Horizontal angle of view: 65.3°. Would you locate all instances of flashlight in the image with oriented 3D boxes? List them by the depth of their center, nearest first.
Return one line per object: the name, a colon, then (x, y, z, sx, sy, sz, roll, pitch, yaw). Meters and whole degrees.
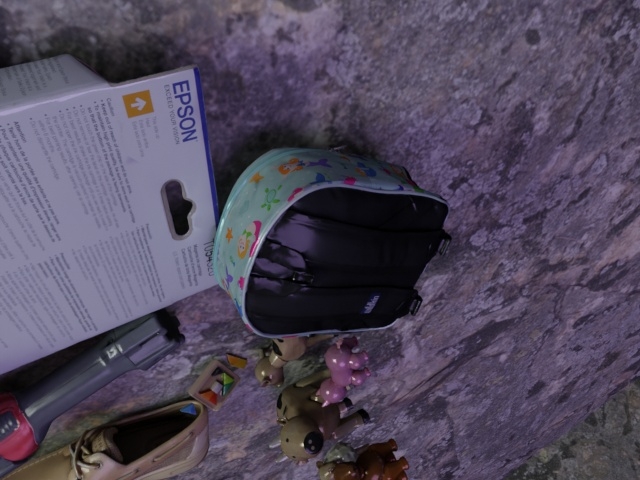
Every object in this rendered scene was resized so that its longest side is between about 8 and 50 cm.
flashlight: (-0.327, 0.192, 0.668, 0.303, 0.103, 0.103, -34, 132, -5)

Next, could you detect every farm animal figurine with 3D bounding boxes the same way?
farm animal figurine: (-0.017, 0.270, 0.821, 0.172, 0.331, 0.327, -21, 164, -15)

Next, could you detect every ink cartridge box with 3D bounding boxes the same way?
ink cartridge box: (-0.267, -0.008, 0.493, 0.329, 0.071, 0.324, -23, 147, -23)

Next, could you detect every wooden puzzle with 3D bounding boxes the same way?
wooden puzzle: (-0.169, 0.235, 0.811, 0.078, 0.014, 0.116, 44, 73, -41)

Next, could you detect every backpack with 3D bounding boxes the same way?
backpack: (0.000, 0.000, 0.601, 0.253, 0.191, 0.225, -2, 124, -40)

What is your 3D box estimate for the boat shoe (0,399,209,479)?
boat shoe: (-0.340, 0.334, 0.773, 0.340, 0.121, 0.110, -14, 130, -32)
